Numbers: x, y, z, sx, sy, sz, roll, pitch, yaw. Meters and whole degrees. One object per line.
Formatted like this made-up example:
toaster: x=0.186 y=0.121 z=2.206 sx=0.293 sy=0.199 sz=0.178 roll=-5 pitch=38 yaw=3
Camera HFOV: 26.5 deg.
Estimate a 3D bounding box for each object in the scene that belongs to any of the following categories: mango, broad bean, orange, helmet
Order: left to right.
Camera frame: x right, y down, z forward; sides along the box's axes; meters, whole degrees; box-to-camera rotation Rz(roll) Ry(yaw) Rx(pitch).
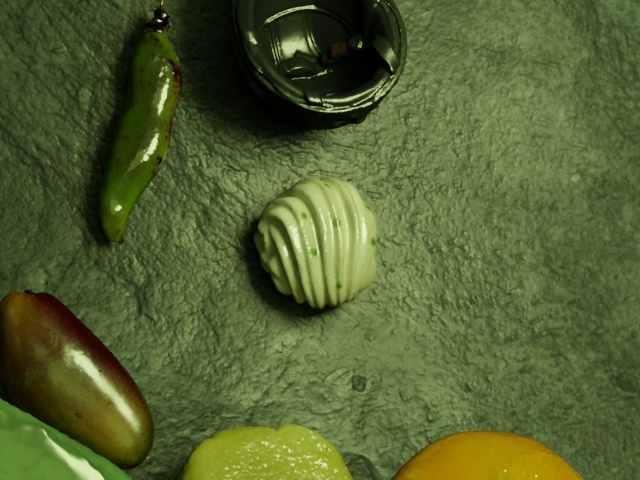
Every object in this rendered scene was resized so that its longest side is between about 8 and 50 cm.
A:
mango: x=-0.315 y=0.180 z=1.695 sx=0.267 sy=0.111 sz=0.133 roll=49 pitch=54 yaw=-2
broad bean: x=-0.234 y=-0.161 z=1.814 sx=0.077 sy=0.061 sz=0.339 roll=12 pitch=75 yaw=-7
helmet: x=-0.018 y=-0.266 z=1.851 sx=0.230 sy=0.160 sz=0.279 roll=-24 pitch=72 yaw=-20
orange: x=0.213 y=0.392 z=1.717 sx=0.312 sy=0.312 sz=0.312 roll=3 pitch=78 yaw=-17

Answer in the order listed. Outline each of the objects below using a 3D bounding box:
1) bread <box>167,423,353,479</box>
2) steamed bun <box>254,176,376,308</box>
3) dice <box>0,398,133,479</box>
bread: x=-0.071 y=0.355 z=1.690 sx=0.270 sy=0.148 sz=0.270 roll=13 pitch=46 yaw=-14
steamed bun: x=0.000 y=0.000 z=1.832 sx=0.183 sy=0.106 sz=0.183 roll=4 pitch=76 yaw=-17
dice: x=-0.400 y=0.357 z=1.524 sx=0.322 sy=0.318 sz=0.330 roll=30 pitch=71 yaw=-9
